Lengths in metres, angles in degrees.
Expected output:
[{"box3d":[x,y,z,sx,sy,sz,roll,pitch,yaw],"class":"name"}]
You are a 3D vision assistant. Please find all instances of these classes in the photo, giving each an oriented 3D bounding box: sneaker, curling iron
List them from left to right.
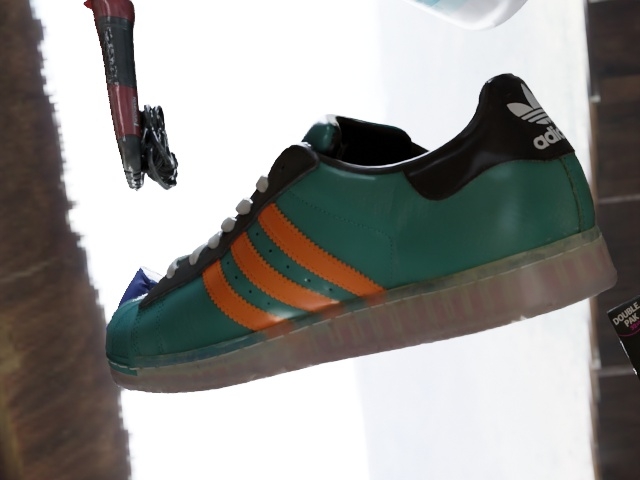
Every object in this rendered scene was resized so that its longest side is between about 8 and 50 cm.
[{"box3d":[-0.141,-0.151,0.897,0.068,0.035,0.274,74,-179,-69],"class":"curling iron"},{"box3d":[0.000,0.000,0.681,0.108,0.302,0.121,-20,-87,-58],"class":"sneaker"}]

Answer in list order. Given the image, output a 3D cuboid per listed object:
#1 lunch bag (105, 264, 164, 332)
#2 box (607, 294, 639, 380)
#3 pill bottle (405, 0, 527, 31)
[{"box3d":[-0.108,0.071,0.976,0.065,0.098,0.067,-59,14,2],"class":"lunch bag"},{"box3d":[0.172,0.053,0.551,0.052,0.062,0.083,-1,-116,-57],"class":"box"},{"box3d":[0.010,-0.231,0.726,0.146,0.264,0.146,-158,90,-78],"class":"pill bottle"}]
